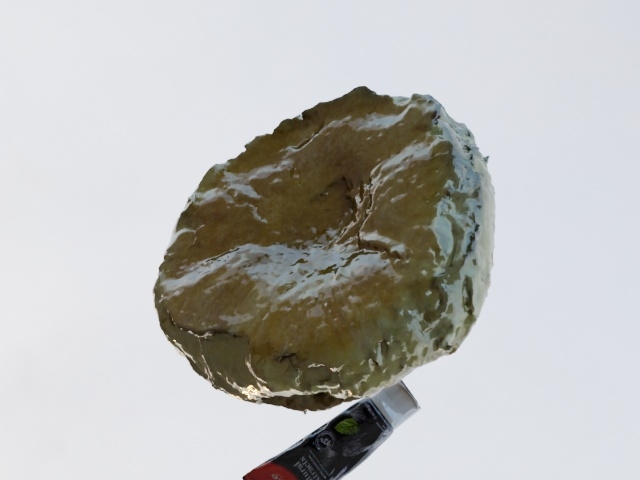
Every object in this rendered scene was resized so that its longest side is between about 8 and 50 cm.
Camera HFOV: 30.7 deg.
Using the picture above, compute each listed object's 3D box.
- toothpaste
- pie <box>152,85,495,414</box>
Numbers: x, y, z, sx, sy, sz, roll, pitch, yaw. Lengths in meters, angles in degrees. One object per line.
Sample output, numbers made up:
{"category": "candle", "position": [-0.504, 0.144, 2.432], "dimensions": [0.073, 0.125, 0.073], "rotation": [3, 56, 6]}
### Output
{"category": "toothpaste", "position": [0.017, 0.216, 1.201], "dimensions": [0.193, 0.045, 0.071], "rotation": [-36, -98, -2]}
{"category": "pie", "position": [0.000, 0.000, 1.018], "dimensions": [0.339, 0.339, 0.083], "rotation": [16, -25, 41]}
